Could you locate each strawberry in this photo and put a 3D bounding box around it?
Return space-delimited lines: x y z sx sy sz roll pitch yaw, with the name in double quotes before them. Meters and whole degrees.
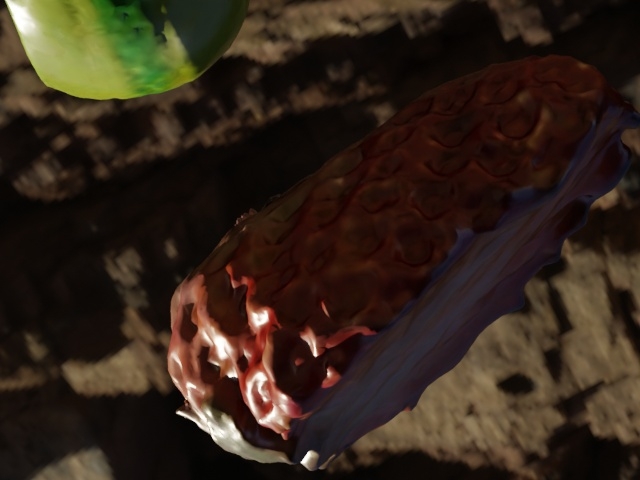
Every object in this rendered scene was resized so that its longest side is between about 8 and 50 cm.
"strawberry" 0.044 -0.002 1.046 0.336 0.265 0.149 -46 -108 13

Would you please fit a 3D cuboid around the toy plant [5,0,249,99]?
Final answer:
"toy plant" -0.001 -0.186 0.772 0.316 0.224 0.184 -18 -129 -2

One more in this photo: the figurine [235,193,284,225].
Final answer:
"figurine" 0.000 0.000 1.230 0.072 0.129 0.054 0 -106 42
